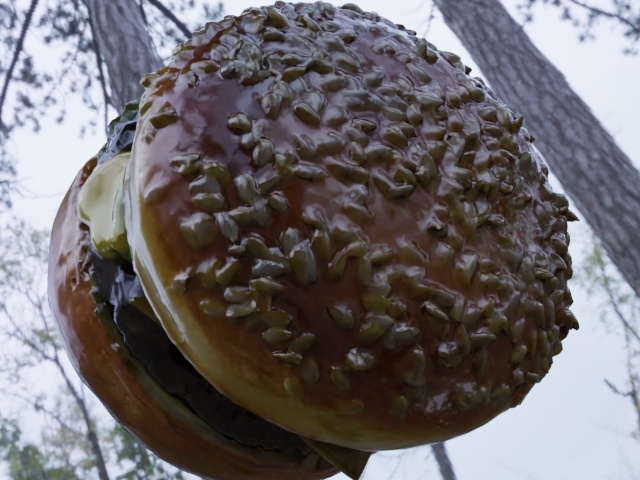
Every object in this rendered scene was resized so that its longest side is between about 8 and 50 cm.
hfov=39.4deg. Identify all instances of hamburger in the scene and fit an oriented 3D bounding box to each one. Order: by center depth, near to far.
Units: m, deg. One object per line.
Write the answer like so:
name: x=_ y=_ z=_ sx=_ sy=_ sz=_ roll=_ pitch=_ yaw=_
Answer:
hamburger: x=0.000 y=0.000 z=0.523 sx=0.291 sy=0.290 sz=0.225 roll=2 pitch=-28 yaw=-34
